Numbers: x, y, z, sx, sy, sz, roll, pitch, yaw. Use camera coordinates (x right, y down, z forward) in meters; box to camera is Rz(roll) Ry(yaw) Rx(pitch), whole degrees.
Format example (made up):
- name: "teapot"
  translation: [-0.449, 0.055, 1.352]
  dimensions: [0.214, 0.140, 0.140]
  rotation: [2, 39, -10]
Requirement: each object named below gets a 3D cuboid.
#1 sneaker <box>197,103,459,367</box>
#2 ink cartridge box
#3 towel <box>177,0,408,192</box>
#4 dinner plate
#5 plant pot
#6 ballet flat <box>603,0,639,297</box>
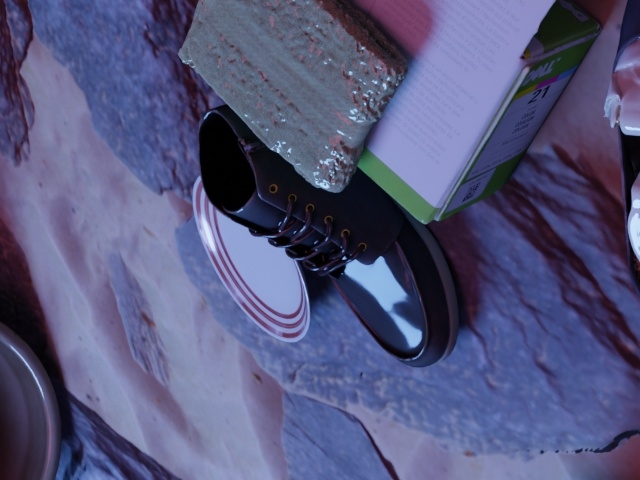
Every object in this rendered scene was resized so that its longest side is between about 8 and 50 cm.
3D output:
- name: "sneaker"
  translation: [0.000, 0.000, 0.896]
  dimensions: [0.083, 0.118, 0.222]
  rotation: [-31, 87, 43]
- name: "ink cartridge box"
  translation: [0.074, -0.168, 0.779]
  dimensions: [0.189, 0.097, 0.255]
  rotation: [43, 129, 19]
- name: "towel"
  translation: [-0.019, -0.109, 0.797]
  dimensions: [0.148, 0.027, 0.110]
  rotation: [44, 129, 19]
- name: "dinner plate"
  translation: [-0.047, 0.010, 0.988]
  dimensions: [0.141, 0.017, 0.141]
  rotation: [41, 147, 34]
- name: "plant pot"
  translation: [-0.400, 0.170, 1.246]
  dimensions: [0.229, 0.263, 0.263]
  rotation: [10, 116, 58]
- name: "ballet flat"
  translation: [0.193, -0.051, 0.747]
  dimensions: [0.074, 0.074, 0.203]
  rotation: [7, 112, 38]
